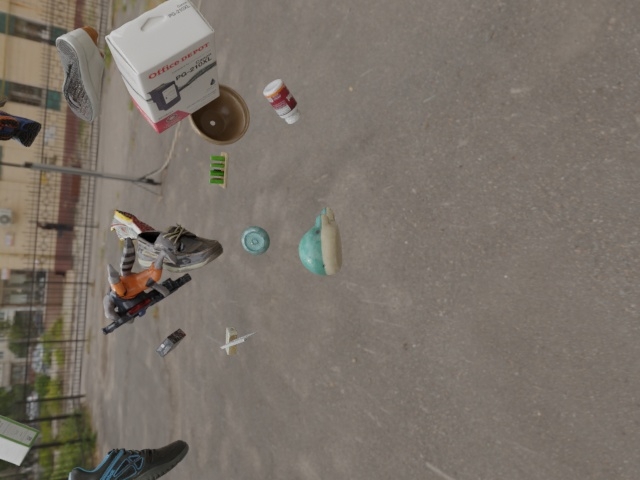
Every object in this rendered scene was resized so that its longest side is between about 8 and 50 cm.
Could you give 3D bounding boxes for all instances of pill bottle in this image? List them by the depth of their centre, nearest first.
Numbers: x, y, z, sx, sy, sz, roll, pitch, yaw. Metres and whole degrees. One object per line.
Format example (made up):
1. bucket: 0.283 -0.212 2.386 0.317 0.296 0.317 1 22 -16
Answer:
1. pill bottle: -0.138 -0.514 1.743 0.086 0.152 0.086 -23 40 21

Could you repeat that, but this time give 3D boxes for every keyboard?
1. keyboard: -0.335 0.408 1.919 0.256 0.072 0.014 -30 90 53

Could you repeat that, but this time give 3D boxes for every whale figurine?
1. whale figurine: 0.000 0.000 1.621 0.272 0.141 0.216 -87 -12 -50

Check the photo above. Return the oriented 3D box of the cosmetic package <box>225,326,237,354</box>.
1. cosmetic package: -0.415 0.467 2.182 0.060 0.041 0.115 -142 54 -61

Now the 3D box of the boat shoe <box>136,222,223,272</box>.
1. boat shoe: -0.479 0.020 1.526 0.355 0.132 0.130 -3 116 27

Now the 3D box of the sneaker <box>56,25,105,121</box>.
1. sneaker: -0.641 -0.456 1.303 0.123 0.105 0.290 -60 3 -36

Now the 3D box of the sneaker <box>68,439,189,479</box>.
1. sneaker: -0.550 0.657 1.369 0.125 0.340 0.140 -43 70 42

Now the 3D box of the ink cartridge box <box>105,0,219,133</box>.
1. ink cartridge box: -0.307 -0.348 0.955 0.100 0.172 0.237 50 164 4

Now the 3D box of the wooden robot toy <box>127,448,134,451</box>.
1. wooden robot toy: -0.854 0.930 1.933 0.078 0.173 0.076 -9 114 22

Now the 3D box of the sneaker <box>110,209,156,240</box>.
1. sneaker: -0.682 -0.029 1.714 0.225 0.088 0.093 28 96 29

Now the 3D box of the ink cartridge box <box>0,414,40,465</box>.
1. ink cartridge box: -0.945 0.565 1.358 0.109 0.209 0.062 -50 19 27

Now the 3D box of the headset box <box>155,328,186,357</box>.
1. headset box: -0.439 0.301 1.383 0.032 0.083 0.062 43 104 3

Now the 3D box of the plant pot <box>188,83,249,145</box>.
1. plant pot: -0.402 -0.470 1.799 0.109 0.237 0.238 -17 72 58

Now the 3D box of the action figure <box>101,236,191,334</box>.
1. action figure: -0.574 0.127 1.505 0.179 0.341 0.330 49 133 5

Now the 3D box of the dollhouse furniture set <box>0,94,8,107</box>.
1. dollhouse furniture set: -0.865 -0.352 1.081 0.129 0.129 0.184 -29 106 36

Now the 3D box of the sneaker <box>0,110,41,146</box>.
1. sneaker: -0.853 -0.319 1.287 0.083 0.087 0.221 -57 3 0

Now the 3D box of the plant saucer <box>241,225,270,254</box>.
1. plant saucer: -0.263 0.003 1.872 0.021 0.119 0.120 -59 -16 -73

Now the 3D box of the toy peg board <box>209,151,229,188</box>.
1. toy peg board: -0.485 -0.335 2.198 0.160 0.079 0.162 -149 63 -67
